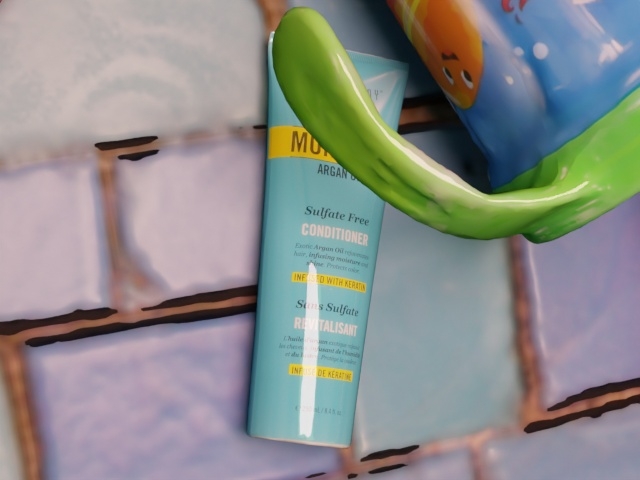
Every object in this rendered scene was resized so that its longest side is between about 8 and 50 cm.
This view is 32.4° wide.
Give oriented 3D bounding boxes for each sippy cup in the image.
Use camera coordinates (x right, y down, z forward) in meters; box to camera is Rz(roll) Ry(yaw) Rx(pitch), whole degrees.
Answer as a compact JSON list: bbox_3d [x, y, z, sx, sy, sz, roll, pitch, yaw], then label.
[{"bbox_3d":[0.120,-0.155,0.522,0.224,0.240,0.305,51,31,0],"label":"sippy cup"}]

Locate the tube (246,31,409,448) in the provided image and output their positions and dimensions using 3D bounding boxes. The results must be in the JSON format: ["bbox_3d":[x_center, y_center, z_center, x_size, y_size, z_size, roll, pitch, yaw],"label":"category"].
[{"bbox_3d":[0.000,0.000,0.566,0.080,0.052,0.207,10,80,-27],"label":"tube"}]
